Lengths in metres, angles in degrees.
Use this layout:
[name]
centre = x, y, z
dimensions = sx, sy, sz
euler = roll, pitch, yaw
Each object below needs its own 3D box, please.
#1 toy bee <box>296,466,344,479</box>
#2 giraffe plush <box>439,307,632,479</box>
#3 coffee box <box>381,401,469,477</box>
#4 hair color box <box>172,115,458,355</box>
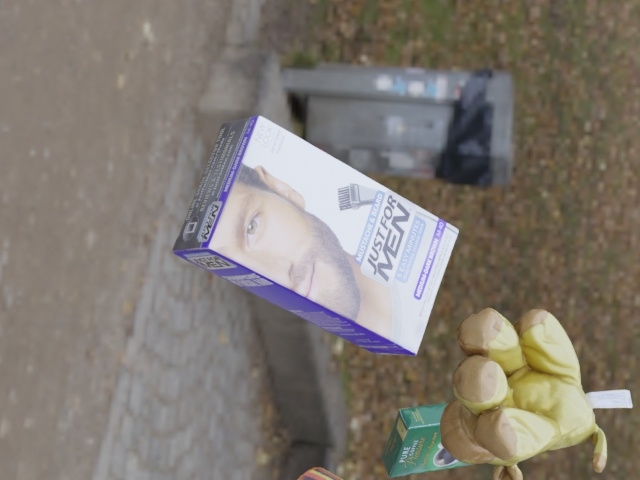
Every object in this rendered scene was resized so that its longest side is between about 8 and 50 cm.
[toy bee]
centre = -0.054, 0.416, 1.891
dimensions = 0.162, 0.195, 0.298
euler = 73, 27, -60
[giraffe plush]
centre = 0.199, 0.183, 1.572
dimensions = 0.170, 0.210, 0.181
euler = -36, -139, 50
[coffee box]
centre = 0.184, 0.272, 2.046
dimensions = 0.113, 0.184, 0.040
euler = 104, -29, -42
[hair color box]
centre = 0.000, 0.000, 1.873
dimensions = 0.110, 0.339, 0.185
euler = -6, -119, 59
